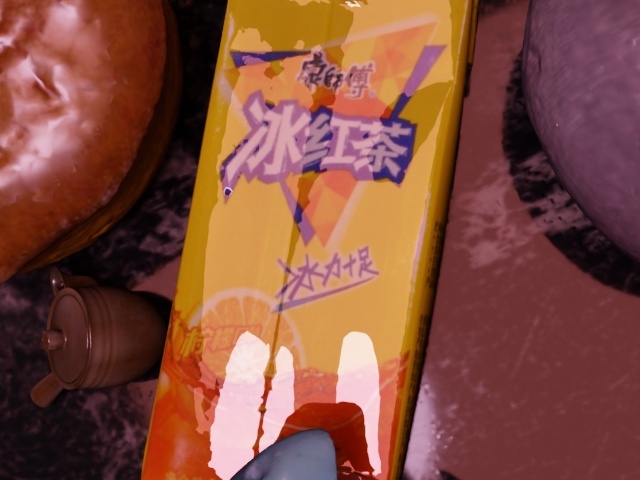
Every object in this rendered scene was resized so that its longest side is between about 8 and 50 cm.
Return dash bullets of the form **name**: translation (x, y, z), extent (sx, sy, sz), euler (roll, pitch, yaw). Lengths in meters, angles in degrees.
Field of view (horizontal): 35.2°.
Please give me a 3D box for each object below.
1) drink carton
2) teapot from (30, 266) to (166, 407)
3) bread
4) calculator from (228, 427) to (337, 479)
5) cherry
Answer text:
- **drink carton**: translation (0.000, 0.000, 0.635), extent (0.154, 0.111, 0.351), euler (9, 85, 7)
- **teapot**: translation (-0.158, 0.069, 0.675), extent (0.110, 0.080, 0.085), euler (-49, 53, 38)
- **bread**: translation (-0.232, -0.108, 0.645), extent (0.312, 0.172, 0.312), euler (-1, 85, 11)
- **calculator**: translation (-0.048, 0.298, 0.516), extent (0.054, 0.256, 0.386), euler (2, 127, -27)
- **cherry**: translation (0.224, -0.100, 0.578), extent (0.213, 0.183, 0.266), euler (-3, 82, 15)
